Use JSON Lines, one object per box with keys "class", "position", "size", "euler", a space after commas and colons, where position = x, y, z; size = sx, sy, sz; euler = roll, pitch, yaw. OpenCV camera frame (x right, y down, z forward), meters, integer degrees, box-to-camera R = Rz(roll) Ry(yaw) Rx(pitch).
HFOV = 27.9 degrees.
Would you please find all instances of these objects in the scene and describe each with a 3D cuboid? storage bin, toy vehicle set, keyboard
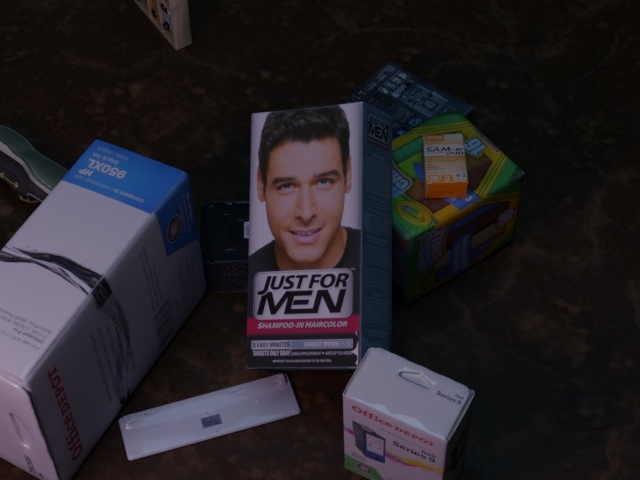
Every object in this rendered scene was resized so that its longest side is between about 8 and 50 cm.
{"class": "storage bin", "position": [-0.097, 0.008, 2.009], "size": [0.180, 0.084, 0.122], "euler": [-1, 52, -2]}
{"class": "toy vehicle set", "position": [-0.295, -0.489, 2.285], "size": [0.035, 0.267, 0.166], "euler": [-28, 55, -20]}
{"class": "keyboard", "position": [-0.161, 0.254, 1.864], "size": [0.256, 0.014, 0.072], "euler": [-14, 58, -10]}

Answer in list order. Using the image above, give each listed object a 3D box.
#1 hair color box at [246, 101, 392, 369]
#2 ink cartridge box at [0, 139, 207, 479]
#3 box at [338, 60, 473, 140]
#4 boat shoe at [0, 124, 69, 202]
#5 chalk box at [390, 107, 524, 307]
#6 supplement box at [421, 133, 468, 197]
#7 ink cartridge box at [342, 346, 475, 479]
{"class": "hair color box", "position": [0.000, 0.000, 1.853], "size": [0.185, 0.114, 0.374], "euler": [-3, 81, 27]}
{"class": "ink cartridge box", "position": [-0.338, 0.101, 1.809], "size": [0.166, 0.285, 0.395], "euler": [21, 55, 18]}
{"class": "box", "position": [0.119, -0.187, 2.175], "size": [0.183, 0.059, 0.233], "euler": [32, 58, 23]}
{"class": "boat shoe", "position": [-0.476, -0.104, 2.113], "size": [0.228, 0.068, 0.081], "euler": [39, 26, 24]}
{"class": "chalk box", "position": [0.142, -0.039, 1.983], "size": [0.289, 0.179, 0.180], "euler": [-30, 57, -21]}
{"class": "supplement box", "position": [0.183, -0.111, 1.903], "size": [0.062, 0.036, 0.098], "euler": [-2, 51, 0]}
{"class": "ink cartridge box", "position": [0.116, 0.255, 1.731], "size": [0.154, 0.212, 0.093], "euler": [22, 56, 17]}
